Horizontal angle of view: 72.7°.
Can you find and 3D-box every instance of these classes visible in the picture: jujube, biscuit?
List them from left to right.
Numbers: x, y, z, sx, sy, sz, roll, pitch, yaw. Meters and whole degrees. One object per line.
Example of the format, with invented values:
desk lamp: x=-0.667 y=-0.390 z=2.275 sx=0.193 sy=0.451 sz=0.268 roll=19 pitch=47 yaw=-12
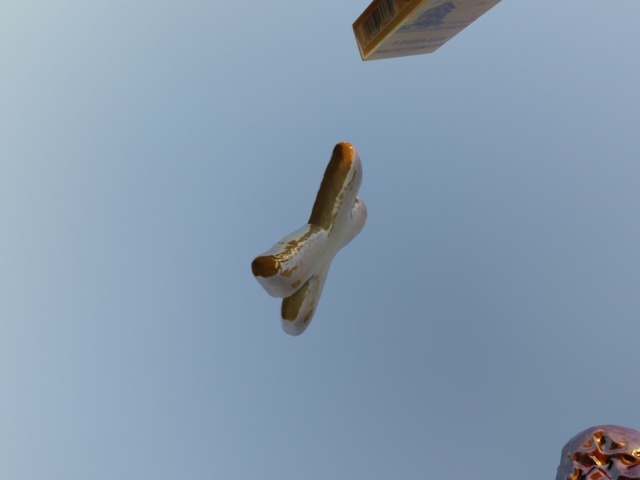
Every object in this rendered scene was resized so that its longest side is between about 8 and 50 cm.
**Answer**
biscuit: x=0.000 y=0.001 z=0.533 sx=0.047 sy=0.164 sz=0.208 roll=18 pitch=-119 yaw=24
jujube: x=0.651 y=0.580 z=0.927 sx=0.276 sy=0.376 sz=0.277 roll=14 pitch=-62 yaw=27

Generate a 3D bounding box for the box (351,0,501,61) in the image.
box: x=0.195 y=-0.393 z=0.702 sx=0.274 sy=0.174 sz=0.076 roll=-14 pitch=-85 yaw=65
